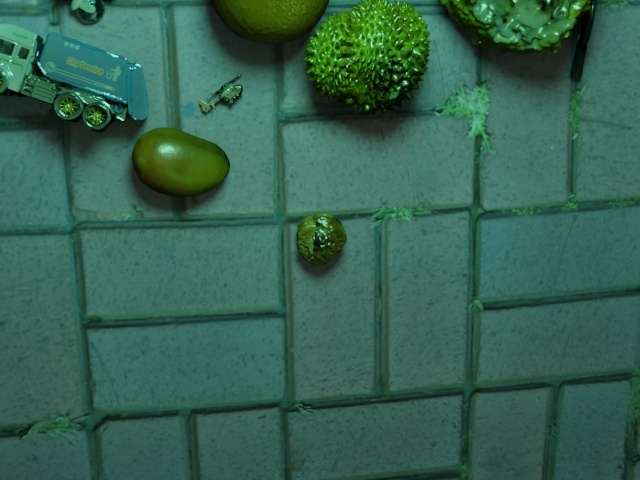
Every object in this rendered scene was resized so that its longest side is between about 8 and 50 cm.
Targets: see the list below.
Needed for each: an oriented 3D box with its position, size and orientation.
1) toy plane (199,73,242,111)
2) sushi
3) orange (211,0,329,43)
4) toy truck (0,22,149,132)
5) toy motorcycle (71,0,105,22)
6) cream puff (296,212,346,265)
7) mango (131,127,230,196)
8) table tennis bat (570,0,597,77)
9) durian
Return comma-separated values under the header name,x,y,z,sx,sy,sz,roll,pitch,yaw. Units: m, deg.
name,x,y,z,sx,sy,sz,roll,pitch,yaw
toy plane,-0.222,-0.335,1.755,0.121,0.031,0.049,-37,101,-2
sushi,0.459,-0.617,1.691,0.352,0.240,0.396,23,96,-13
orange,-0.106,-0.556,1.600,0.274,0.274,0.274,-2,104,-9
toy truck,-0.548,-0.346,1.641,0.368,0.146,0.175,17,93,-16
toy motorcycle,-0.487,-0.589,1.618,0.150,0.102,0.221,29,101,-36
cream puff,0.000,0.000,1.841,0.120,0.104,0.133,14,102,-19
mango,-0.321,-0.172,1.733,0.221,0.120,0.151,19,99,-21
table tennis bat,0.635,-0.503,1.812,0.027,0.150,0.236,8,126,11
durian,0.116,-0.400,1.680,0.291,0.291,0.224,-27,71,-2
